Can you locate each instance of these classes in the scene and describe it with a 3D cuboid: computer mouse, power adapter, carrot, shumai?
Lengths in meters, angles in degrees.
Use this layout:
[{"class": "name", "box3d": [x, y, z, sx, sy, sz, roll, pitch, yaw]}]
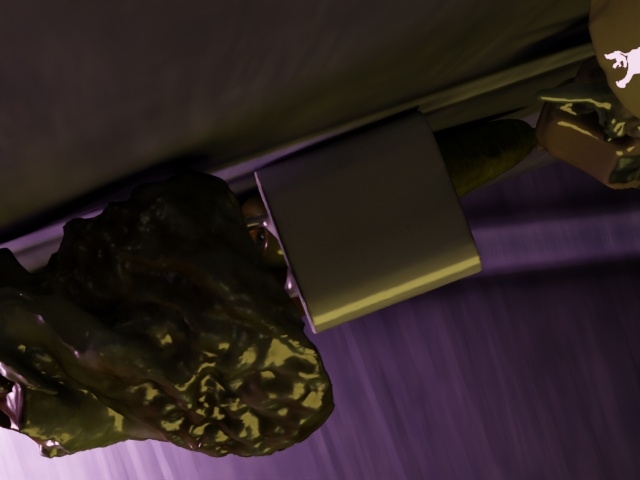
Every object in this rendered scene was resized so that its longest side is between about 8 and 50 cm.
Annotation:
[{"class": "computer mouse", "box3d": [0.267, -0.116, 1.110, 0.389, 0.115, 0.199, -3, 151, -38]}, {"class": "power adapter", "box3d": [0.000, 0.000, 1.197, 0.205, 0.130, 0.125, -19, 178, -2]}, {"class": "carrot", "box3d": [0.075, -0.050, 1.421, 0.359, 0.074, 0.074, -20, 178, -38]}, {"class": "shumai", "box3d": [-0.122, 0.070, 1.032, 0.218, 0.189, 0.256, -20, 166, -10]}]

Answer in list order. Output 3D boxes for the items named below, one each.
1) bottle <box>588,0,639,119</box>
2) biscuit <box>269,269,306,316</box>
[{"class": "bottle", "box3d": [0.209, -0.114, 0.588, 0.112, 0.112, 0.260, -19, 177, -26]}, {"class": "biscuit", "box3d": [-0.114, 0.042, 1.428, 0.318, 0.040, 0.318, -7, -171, 1]}]
